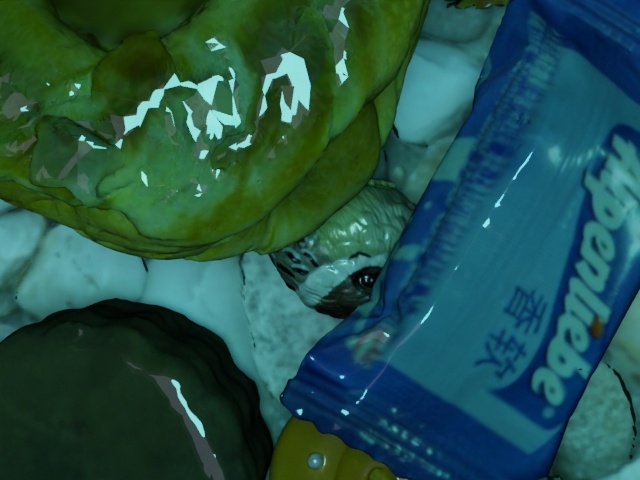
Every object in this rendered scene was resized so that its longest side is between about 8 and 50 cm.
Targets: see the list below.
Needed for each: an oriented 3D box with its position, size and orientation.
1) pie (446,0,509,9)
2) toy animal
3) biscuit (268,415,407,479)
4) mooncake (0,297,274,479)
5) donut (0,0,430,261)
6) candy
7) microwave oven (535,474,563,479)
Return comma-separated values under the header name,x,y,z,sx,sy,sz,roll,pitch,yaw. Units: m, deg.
name,x,y,z,sx,sy,sz,roll,pitch,yaw
pie,0.094,-0.294,0.992,0.308,0.085,0.308,2,101,10
toy animal,0.000,0.000,1.042,0.137,0.098,0.098,13,99,27
biscuit,0.041,0.174,1.016,0.170,0.050,0.170,-2,84,20
mooncake,-0.140,0.152,1.071,0.228,0.124,0.228,3,101,14
donut,-0.096,-0.159,0.917,0.360,0.170,0.360,0,91,3
candy,0.125,-0.004,0.965,0.187,0.077,0.331,31,85,-19
microwave oven,0.142,0.353,0.936,0.286,0.218,0.355,-35,114,12
